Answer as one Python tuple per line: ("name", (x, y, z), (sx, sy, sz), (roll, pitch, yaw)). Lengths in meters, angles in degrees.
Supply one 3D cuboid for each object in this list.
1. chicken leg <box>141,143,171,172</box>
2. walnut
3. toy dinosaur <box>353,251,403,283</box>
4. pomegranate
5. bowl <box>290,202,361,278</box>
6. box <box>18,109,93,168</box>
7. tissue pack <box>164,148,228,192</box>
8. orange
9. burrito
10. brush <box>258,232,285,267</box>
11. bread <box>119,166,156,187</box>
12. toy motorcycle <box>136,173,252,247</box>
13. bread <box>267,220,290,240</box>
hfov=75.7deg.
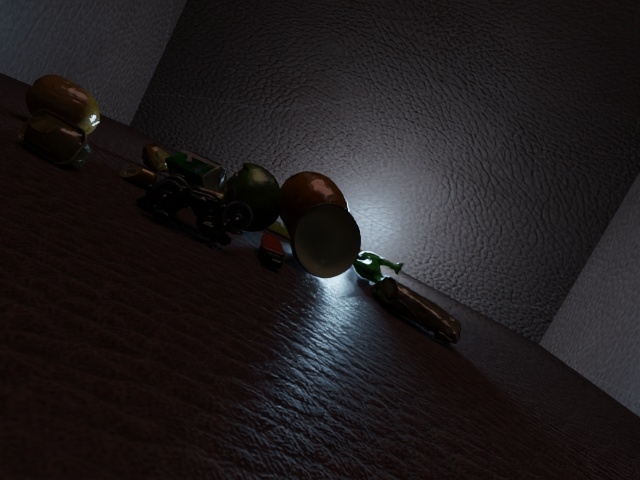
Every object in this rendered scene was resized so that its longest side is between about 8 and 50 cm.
("chicken leg", (-0.650, -0.320, 1.766), (0.251, 0.107, 0.087), (33, -17, -38))
("walnut", (-0.878, -0.457, 1.417), (0.221, 0.196, 0.195), (22, 7, -19))
("toy dinosaur", (0.154, 0.072, 1.816), (0.374, 0.144, 0.499), (26, -2, 43))
("pomegranate", (-0.275, -0.135, 1.390), (0.301, 0.236, 0.236), (-12, 27, -29))
("bowl", (0.000, 0.000, 1.339), (0.237, 0.238, 0.126), (25, -10, -24))
("box", (-0.652, -0.248, 1.016), (0.177, 0.111, 0.111), (28, 5, 13))
("tissue pack", (-0.454, -0.210, 1.469), (0.209, 0.156, 0.148), (28, -38, 29))
("orange", (-0.018, -0.097, 1.525), (0.310, 0.274, 0.274), (63, 14, 12))
("burrito", (0.303, 0.219, 1.348), (0.347, 0.107, 0.175), (32, -7, 25))
("brush", (-0.147, 0.027, 1.205), (0.070, 0.051, 0.323), (20, 10, -11))
("bread", (-0.554, -0.197, 1.251), (0.103, 0.049, 0.062), (24, -28, -23))
("toy motorcycle", (-0.315, -0.080, 1.032), (0.275, 0.127, 0.205), (19, 6, -15))
("bread", (-0.189, -0.056, 1.776), (0.226, 0.049, 0.088), (25, 6, -17))
